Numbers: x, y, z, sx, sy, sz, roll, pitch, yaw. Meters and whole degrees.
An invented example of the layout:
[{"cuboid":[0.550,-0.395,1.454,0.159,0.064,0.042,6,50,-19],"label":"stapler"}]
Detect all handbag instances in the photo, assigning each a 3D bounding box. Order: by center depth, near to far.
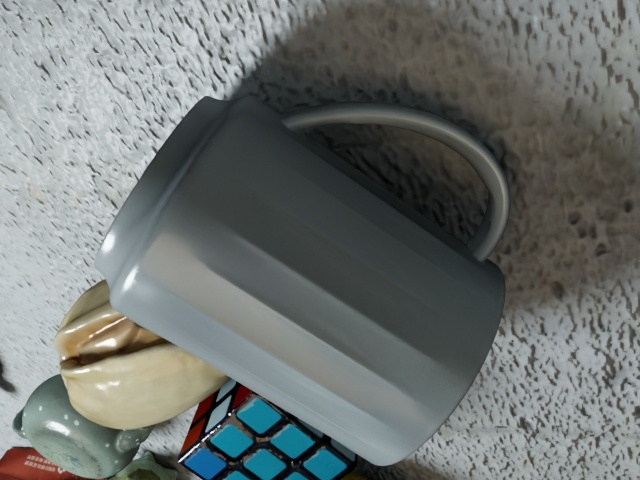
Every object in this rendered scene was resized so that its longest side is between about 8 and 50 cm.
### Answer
[{"cuboid":[-0.514,0.510,1.357,0.297,0.151,0.171,-9,119,24],"label":"handbag"}]

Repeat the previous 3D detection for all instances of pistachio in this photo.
[{"cuboid":[-0.209,0.132,0.882,0.317,0.213,0.194,-19,78,26],"label":"pistachio"}]

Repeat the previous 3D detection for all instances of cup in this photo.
[{"cuboid":[0.000,0.000,0.660,0.326,0.237,0.323,34,104,-8],"label":"cup"}]

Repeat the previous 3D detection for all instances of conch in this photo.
[{"cuboid":[-0.312,0.466,1.254,0.114,0.137,0.234,-6,140,-5],"label":"conch"}]

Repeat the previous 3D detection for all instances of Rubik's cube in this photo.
[{"cuboid":[-0.056,0.229,0.882,0.160,0.163,0.162,40,115,-13],"label":"Rubik's cube"}]

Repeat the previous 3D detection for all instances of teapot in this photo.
[{"cuboid":[-0.380,0.293,1.128,0.294,0.130,0.193,-1,129,26],"label":"teapot"}]

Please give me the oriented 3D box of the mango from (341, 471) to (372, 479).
[{"cuboid":[0.040,0.545,1.085,0.301,0.221,0.445,-26,120,4],"label":"mango"}]
